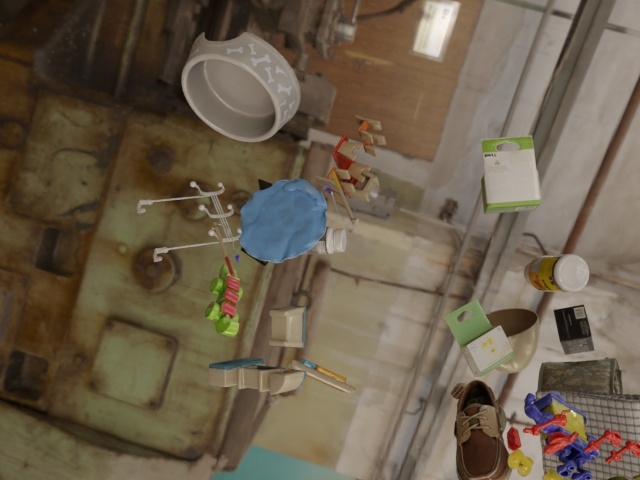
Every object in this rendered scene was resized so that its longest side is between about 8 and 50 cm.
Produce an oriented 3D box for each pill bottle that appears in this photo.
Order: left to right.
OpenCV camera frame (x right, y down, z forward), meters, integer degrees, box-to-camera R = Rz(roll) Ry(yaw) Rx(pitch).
[{"bbox_3d":[0.000,0.000,1.682,0.078,0.137,0.078,-1,90,-75],"label":"pill bottle"},{"bbox_3d":[0.740,0.104,1.909,0.215,0.117,0.117,164,-57,-78],"label":"pill bottle"}]

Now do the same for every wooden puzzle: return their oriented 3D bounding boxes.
[{"bbox_3d":[0.000,0.437,1.959,0.239,0.221,0.044,116,-1,-77],"label":"wooden puzzle"}]

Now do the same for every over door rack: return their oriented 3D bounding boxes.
[{"bbox_3d":[-0.462,-0.081,2.123,0.108,0.324,0.239,106,-36,-55],"label":"over door rack"}]

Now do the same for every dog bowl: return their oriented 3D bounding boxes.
[{"bbox_3d":[-0.235,-0.424,1.702,0.349,0.348,0.102,100,12,-57],"label":"dog bowl"}]

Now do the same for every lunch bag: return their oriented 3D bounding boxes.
[{"bbox_3d":[0.809,0.486,1.871,0.169,0.235,0.287,63,35,-23],"label":"lunch bag"}]

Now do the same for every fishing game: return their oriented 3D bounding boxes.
[{"bbox_3d":[-0.072,-0.036,1.151,0.189,0.264,0.041,64,0,34],"label":"fishing game"}]

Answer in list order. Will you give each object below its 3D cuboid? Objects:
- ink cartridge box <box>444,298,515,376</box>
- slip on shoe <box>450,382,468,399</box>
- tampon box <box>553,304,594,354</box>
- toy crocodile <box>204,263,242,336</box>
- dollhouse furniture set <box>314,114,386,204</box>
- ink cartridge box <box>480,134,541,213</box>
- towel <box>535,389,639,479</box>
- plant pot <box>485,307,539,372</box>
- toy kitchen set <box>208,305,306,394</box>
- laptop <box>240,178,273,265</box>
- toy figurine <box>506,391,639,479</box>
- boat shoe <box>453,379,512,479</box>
[{"bbox_3d":[0.565,0.340,2.128,0.171,0.235,0.056,-23,175,-26],"label":"ink cartridge box"},{"bbox_3d":[0.486,0.508,2.055,0.041,0.051,0.135,-43,163,-23],"label":"slip on shoe"},{"bbox_3d":[0.874,0.309,2.068,0.161,0.101,0.120,44,38,-53],"label":"tampon box"},{"bbox_3d":[-0.346,0.218,2.232,0.105,0.115,0.340,-42,-150,29],"label":"toy crocodile"},{"bbox_3d":[0.092,-0.238,1.948,0.262,0.135,0.259,-58,151,-17],"label":"dollhouse furniture set"},{"bbox_3d":[0.675,-0.236,2.156,0.097,0.188,0.255,56,31,-77],"label":"ink cartridge box"},{"bbox_3d":[0.669,0.478,1.429,0.283,0.121,0.235,-12,-98,53],"label":"towel"},{"bbox_3d":[0.750,0.417,2.410,0.284,0.284,0.191,-59,132,-74],"label":"plant pot"},{"bbox_3d":[-0.112,0.213,1.222,0.122,0.207,0.166,5,84,-54],"label":"toy kitchen set"},{"bbox_3d":[-0.219,-0.074,2.264,0.234,0.136,0.264,26,-52,56],"label":"laptop"},{"bbox_3d":[0.551,0.401,1.255,0.191,0.362,0.217,-55,-168,28],"label":"toy figurine"},{"bbox_3d":[0.342,0.418,1.314,0.324,0.123,0.116,-54,124,-71],"label":"boat shoe"}]
